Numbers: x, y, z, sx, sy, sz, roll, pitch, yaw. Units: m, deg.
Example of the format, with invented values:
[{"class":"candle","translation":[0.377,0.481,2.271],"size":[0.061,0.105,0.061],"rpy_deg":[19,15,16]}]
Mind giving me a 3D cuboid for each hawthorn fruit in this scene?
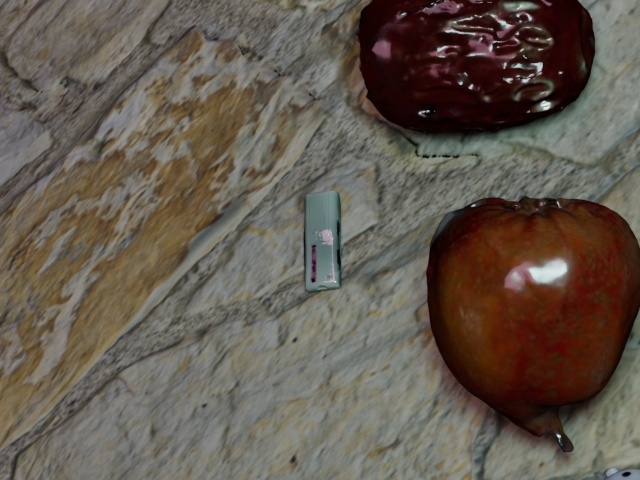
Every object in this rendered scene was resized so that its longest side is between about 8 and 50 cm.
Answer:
[{"class":"hawthorn fruit","translation":[0.296,0.087,1.717],"size":[0.308,0.325,0.308],"rpy_deg":[0,34,0]}]

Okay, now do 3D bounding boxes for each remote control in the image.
[{"class":"remote control","translation":[0.000,0.000,2.010],"size":[0.065,0.029,0.166],"rpy_deg":[-8,68,20]}]

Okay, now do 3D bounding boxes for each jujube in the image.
[{"class":"jujube","translation":[0.227,-0.294,1.914],"size":[0.377,0.258,0.258],"rpy_deg":[2,71,29]}]

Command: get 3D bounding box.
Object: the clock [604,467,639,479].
[{"class":"clock","translation":[0.432,0.408,1.599],"size":[0.189,0.189,0.254],"rpy_deg":[-39,48,6]}]
